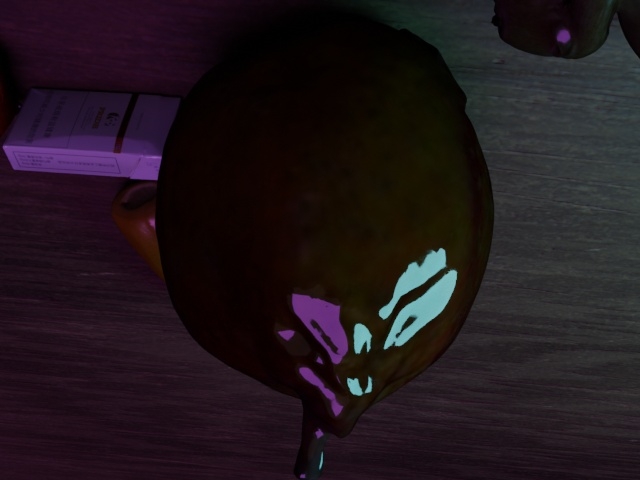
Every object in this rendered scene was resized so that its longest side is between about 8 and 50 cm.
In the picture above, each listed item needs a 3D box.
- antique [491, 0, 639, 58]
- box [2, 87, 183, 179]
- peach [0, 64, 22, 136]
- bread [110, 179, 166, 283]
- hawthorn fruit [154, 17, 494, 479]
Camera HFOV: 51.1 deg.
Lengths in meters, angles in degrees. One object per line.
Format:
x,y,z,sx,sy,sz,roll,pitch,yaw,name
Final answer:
0.243,-0.186,0.487,0.256,0.121,0.143,0,151,-6,antique
-0.216,-0.106,0.654,0.154,0.084,0.040,4,142,1,box
-0.412,-0.088,0.640,0.267,0.154,0.158,-28,131,35,peach
-0.164,0.024,0.825,0.092,0.074,0.239,-13,140,13,bread
0.000,-0.020,0.568,0.308,0.325,0.309,5,117,10,hawthorn fruit
